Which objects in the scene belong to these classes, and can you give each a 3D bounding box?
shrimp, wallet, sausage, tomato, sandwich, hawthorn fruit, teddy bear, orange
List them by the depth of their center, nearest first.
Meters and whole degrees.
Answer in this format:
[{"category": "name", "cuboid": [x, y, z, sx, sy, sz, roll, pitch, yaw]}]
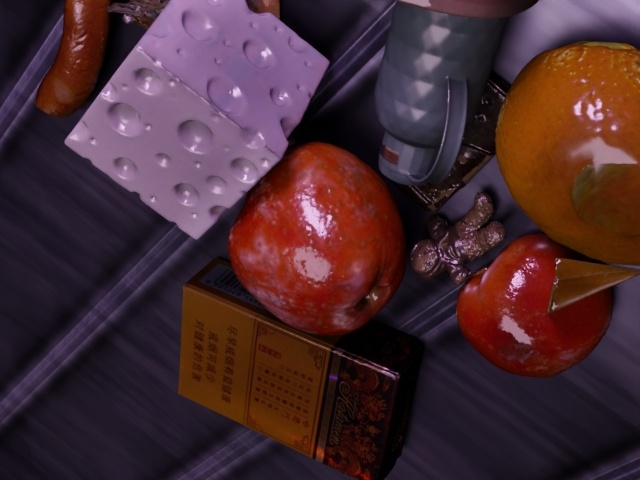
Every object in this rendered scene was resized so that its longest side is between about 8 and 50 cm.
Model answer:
[{"category": "orange", "cuboid": [0.377, -0.089, 1.251, 0.335, 0.196, 0.262, 32, 142, -8]}, {"category": "sandwich", "cuboid": [0.365, 0.068, 1.311, 0.116, 0.074, 0.074, 8, 88, 13]}, {"category": "wallet", "cuboid": [0.188, -0.145, 1.412, 0.122, 0.031, 0.232, 44, 128, 5]}, {"category": "tomato", "cuboid": [0.304, 0.116, 1.427, 0.200, 0.139, 0.233, 37, 129, -2]}, {"category": "teddy bear", "cuboid": [0.208, 0.004, 1.461, 0.160, 0.078, 0.119, -34, 57, 28]}, {"category": "hawthorn fruit", "cuboid": [0.000, 0.000, 1.470, 0.284, 0.284, 0.284, 14, 123, 23]}, {"category": "shrimp", "cuboid": [-0.196, -0.375, 1.491, 0.296, 0.058, 0.169, 14, 118, 17]}, {"category": "sausage", "cuboid": [-0.401, -0.319, 1.625, 0.103, 0.076, 0.302, 42, 130, 21]}]

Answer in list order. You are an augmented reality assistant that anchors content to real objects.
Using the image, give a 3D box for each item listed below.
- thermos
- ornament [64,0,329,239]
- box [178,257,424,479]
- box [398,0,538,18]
[{"category": "thermos", "cuboid": [0.151, -0.200, 1.288, 0.145, 0.182, 0.286, 1, 122, -18]}, {"category": "ornament", "cuboid": [-0.173, -0.198, 1.415, 0.239, 0.239, 0.240, 37, 135, -14]}, {"category": "box", "cuboid": [-0.043, 0.227, 1.708, 0.415, 0.116, 0.264, 20, 124, 19]}, {"category": "box", "cuboid": [0.140, -0.404, 1.128, 0.301, 0.301, 0.216, 23, 123, 17]}]
